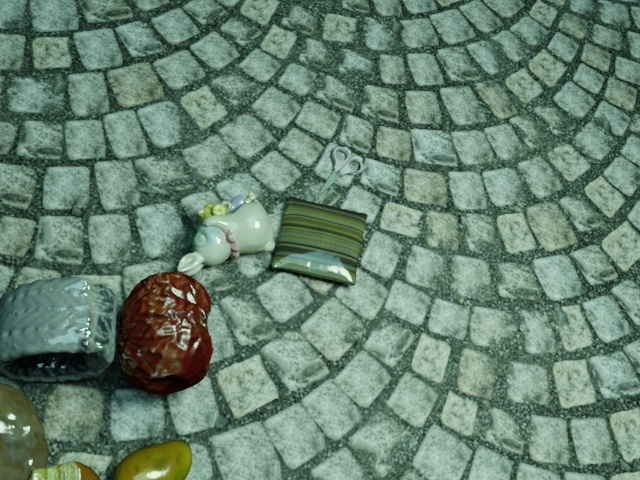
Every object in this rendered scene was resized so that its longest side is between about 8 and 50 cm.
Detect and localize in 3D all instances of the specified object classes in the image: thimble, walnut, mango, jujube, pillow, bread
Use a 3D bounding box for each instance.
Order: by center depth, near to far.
[{"bbox_3d":[-0.443,0.502,1.234,0.111,0.234,0.184,-3,64,-13],"label":"bread"},{"bbox_3d":[-0.630,0.386,1.254,0.273,0.227,0.273,5,59,-9],"label":"walnut"},{"bbox_3d":[-0.325,0.457,1.371,0.163,0.089,0.111,-9,64,-26],"label":"mango"},{"bbox_3d":[-0.523,0.179,1.386,0.245,0.217,0.157,-18,62,25],"label":"thimble"},{"bbox_3d":[-0.322,0.191,1.439,0.213,0.213,0.232,-3,56,-15],"label":"jujube"},{"bbox_3d":[0.000,0.000,1.707,0.208,0.052,0.212,13,58,-3],"label":"pillow"}]

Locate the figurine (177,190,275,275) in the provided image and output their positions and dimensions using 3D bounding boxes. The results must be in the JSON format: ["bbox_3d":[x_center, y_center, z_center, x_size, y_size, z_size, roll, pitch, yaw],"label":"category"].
[{"bbox_3d":[-0.239,-0.013,1.618,0.235,0.127,0.155,-20,87,-19],"label":"figurine"}]

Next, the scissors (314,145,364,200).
[{"bbox_3d":[0.038,-0.170,1.827,0.100,0.015,0.189,37,62,4],"label":"scissors"}]
